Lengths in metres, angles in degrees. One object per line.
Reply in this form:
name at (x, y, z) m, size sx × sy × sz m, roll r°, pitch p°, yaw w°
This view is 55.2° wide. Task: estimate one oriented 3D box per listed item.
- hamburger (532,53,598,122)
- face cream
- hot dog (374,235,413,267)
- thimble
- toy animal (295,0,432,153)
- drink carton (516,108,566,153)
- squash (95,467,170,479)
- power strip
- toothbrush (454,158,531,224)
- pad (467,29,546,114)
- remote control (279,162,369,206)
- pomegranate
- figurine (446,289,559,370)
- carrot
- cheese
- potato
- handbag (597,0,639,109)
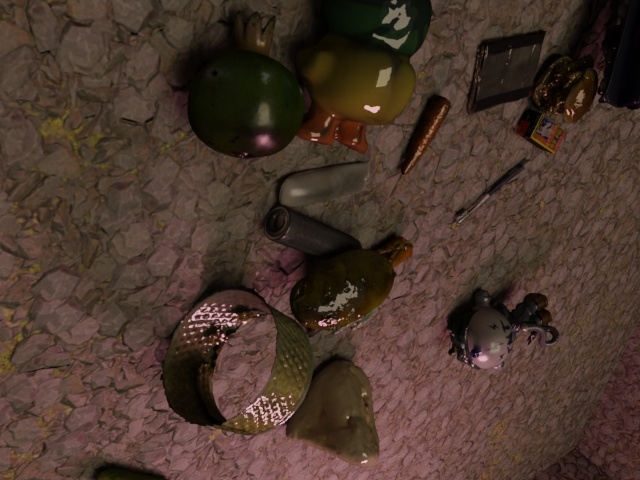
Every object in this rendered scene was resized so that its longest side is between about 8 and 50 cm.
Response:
hamburger at (0.633, -0.385, 1.543) m, size 0.159 × 0.131 × 0.184 m, roll 21°, pitch 100°, yaw -52°
face cream at (0.000, 0.000, 1.298) m, size 0.284 × 0.073 × 0.073 m, roll 22°, pitch 103°, yaw -48°
hot dog at (0.104, 0.078, 1.457) m, size 0.289 × 0.068 × 0.083 m, roll -34°, pitch 164°, yaw -23°
thimble at (-0.157, 0.236, 1.190) m, size 0.271 × 0.271 × 0.150 m, roll -50°, pitch 141°, yaw 0°
toy animal at (0.080, -0.310, 1.047) m, size 0.216 × 0.191 × 0.338 m, roll 0°, pitch 118°, yaw -42°
drink carton at (0.586, -0.289, 1.630) m, size 0.166 × 0.056 × 0.071 m, roll 14°, pitch 101°, yaw -47°
squash at (-0.402, 0.546, 1.349) m, size 0.066 × 0.066 × 0.229 m, roll -50°, pitch 141°, yaw -1°
power strip at (0.084, 0.170, 1.441) m, size 0.213 × 0.064 × 0.198 m, roll -32°, pitch 170°, yaw -22°
toothbrush at (0.468, -0.138, 1.662) m, size 0.288 × 0.024 × 0.026 m, roll -38°, pitch 124°, yaw -13°
pad at (0.441, -0.395, 1.444) m, size 0.233 × 0.022 × 0.174 m, roll -20°, pitch 131°, yaw -32°
remote control at (0.015, -0.110, 1.251) m, size 0.229 × 0.044 × 0.073 m, roll -13°, pitch 124°, yaw -35°
pomegranate at (-0.113, -0.241, 0.957) m, size 0.187 × 0.187 × 0.225 m, roll 9°, pitch 89°, yaw -45°
figurine at (0.558, 0.272, 1.930) m, size 0.382 × 0.261 × 0.186 m, roll -20°, pitch 175°, yaw -32°
carrot at (0.227, -0.232, 1.359) m, size 0.047 × 0.047 × 0.191 m, roll 11°, pitch 115°, yaw -46°
cheese at (0.066, 0.446, 1.593) m, size 0.174 × 0.251 × 0.247 m, roll 25°, pitch 86°, yaw -49°
potato at (0.052, 0.100, 1.280) m, size 0.251 × 0.113 × 0.149 m, roll -17°, pitch 107°, yaw -17°
handbag at (0.774, -0.499, 1.541) m, size 0.269 × 0.118 × 0.325 m, roll -27°, pitch 128°, yaw -65°
